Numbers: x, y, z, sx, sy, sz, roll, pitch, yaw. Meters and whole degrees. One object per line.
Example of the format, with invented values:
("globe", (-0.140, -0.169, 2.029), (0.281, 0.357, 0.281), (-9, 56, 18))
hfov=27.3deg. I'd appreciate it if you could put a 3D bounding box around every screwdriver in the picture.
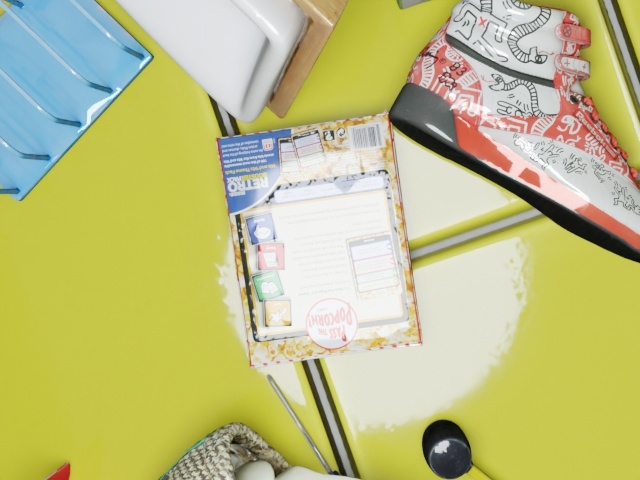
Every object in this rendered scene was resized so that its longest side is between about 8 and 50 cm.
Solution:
("screwdriver", (0.002, 0.186, 1.120), (0.024, 0.025, 0.170), (-34, 81, 5))

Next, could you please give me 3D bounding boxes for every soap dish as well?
("soap dish", (-0.097, -0.241, 1.010), (0.291, 0.229, 0.118), (44, 74, 1))

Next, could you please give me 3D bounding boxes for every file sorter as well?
("file sorter", (-0.245, -0.133, 1.077), (0.118, 0.104, 0.170), (44, 95, 2))

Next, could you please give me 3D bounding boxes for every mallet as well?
("mallet", (0.160, 0.216, 1.102), (0.189, 0.062, 0.039), (38, 96, -13))

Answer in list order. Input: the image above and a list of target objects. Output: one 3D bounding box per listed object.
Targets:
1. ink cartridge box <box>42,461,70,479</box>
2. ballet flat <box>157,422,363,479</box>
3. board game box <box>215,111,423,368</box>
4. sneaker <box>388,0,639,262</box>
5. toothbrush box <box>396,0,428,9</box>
("ink cartridge box", (-0.199, 0.310, 1.075), (0.078, 0.134, 0.231), (5, 93, 4))
("ballet flat", (0.077, 0.315, 1.033), (0.483, 0.164, 0.182), (37, 118, 4))
("board game box", (0.000, 0.000, 1.094), (0.146, 0.045, 0.194), (-8, 92, 4))
("sneaker", (0.202, -0.094, 1.055), (0.270, 0.090, 0.145), (30, 86, -3))
("toothbrush box", (0.070, -0.337, 0.996), (0.122, 0.206, 0.283), (-19, 90, 5))
